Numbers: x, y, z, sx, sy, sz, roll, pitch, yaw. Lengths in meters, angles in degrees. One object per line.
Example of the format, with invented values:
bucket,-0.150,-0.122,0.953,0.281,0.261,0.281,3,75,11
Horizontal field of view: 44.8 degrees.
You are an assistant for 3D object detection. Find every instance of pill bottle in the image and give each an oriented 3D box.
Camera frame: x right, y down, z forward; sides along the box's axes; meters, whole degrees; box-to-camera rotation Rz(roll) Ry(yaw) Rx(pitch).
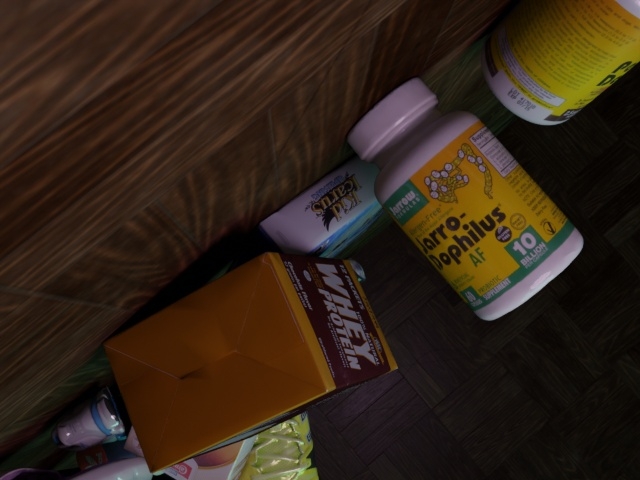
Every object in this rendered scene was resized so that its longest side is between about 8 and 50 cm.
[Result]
pill bottle,0.123,-0.041,0.696,0.118,0.208,0.117,-40,176,-3
pill bottle,0.247,-0.204,0.690,0.117,0.117,0.215,-37,175,-35

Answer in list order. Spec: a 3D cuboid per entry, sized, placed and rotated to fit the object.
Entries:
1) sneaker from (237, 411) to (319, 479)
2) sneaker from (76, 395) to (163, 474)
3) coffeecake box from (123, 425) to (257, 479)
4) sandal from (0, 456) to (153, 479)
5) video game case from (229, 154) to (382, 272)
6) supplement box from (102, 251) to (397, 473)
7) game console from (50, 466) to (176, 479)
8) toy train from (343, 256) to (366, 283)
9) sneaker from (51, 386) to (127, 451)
sneaker,-0.084,0.239,1.053,0.145,0.384,0.147,-11,154,-16
sneaker,-0.278,0.273,1.209,0.148,0.131,0.350,-19,-177,4
coffeecake box,-0.143,0.206,0.968,0.185,0.142,0.068,-67,168,15
sandal,-0.359,0.297,0.820,0.416,0.102,0.169,-13,150,-48
video game case,0.003,-0.015,0.930,0.244,0.061,0.269,-39,175,-27
supplement box,-0.059,0.112,0.753,0.191,0.129,0.194,-29,166,18
game console,-0.346,0.367,1.388,0.250,0.173,0.293,1,177,-34
toy train,-0.071,0.146,1.295,0.334,0.142,0.190,-39,169,13
sneaker,-0.289,0.226,0.959,0.083,0.071,0.190,-25,169,-16
